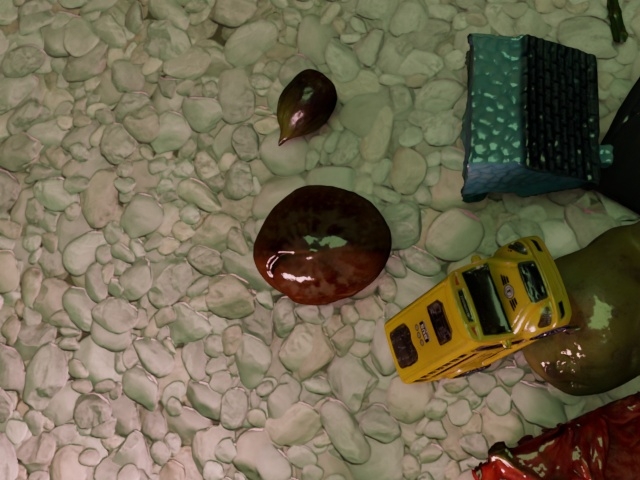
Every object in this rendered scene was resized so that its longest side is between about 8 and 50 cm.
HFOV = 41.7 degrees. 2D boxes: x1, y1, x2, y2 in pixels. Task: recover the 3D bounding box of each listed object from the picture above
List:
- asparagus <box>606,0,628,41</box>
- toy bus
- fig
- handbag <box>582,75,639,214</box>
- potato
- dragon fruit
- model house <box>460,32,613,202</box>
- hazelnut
[{"bbox_3d":[0.533,-0.402,1.513,0.025,0.021,0.108,-7,74,6],"label":"asparagus"},{"bbox_3d":[0.230,0.120,1.283,0.151,0.331,0.145,-8,70,-25],"label":"toy bus"},{"bbox_3d":[-0.035,-0.240,1.560,0.103,0.109,0.155,39,115,11],"label":"fig"},{"bbox_3d":[0.605,-0.140,1.348,0.301,0.178,0.275,35,85,18],"label":"handbag"},{"bbox_3d":[0.469,0.093,1.305,0.351,0.202,0.218,-33,74,0],"label":"potato"},{"bbox_3d":[0.382,0.326,1.259,0.330,0.302,0.240,-44,39,4],"label":"dragon fruit"},{"bbox_3d":[0.354,-0.205,1.399,0.240,0.226,0.262,1,76,9],"label":"model house"},{"bbox_3d":[0.000,0.000,1.429,0.233,0.218,0.218,-20,73,9],"label":"hazelnut"}]
